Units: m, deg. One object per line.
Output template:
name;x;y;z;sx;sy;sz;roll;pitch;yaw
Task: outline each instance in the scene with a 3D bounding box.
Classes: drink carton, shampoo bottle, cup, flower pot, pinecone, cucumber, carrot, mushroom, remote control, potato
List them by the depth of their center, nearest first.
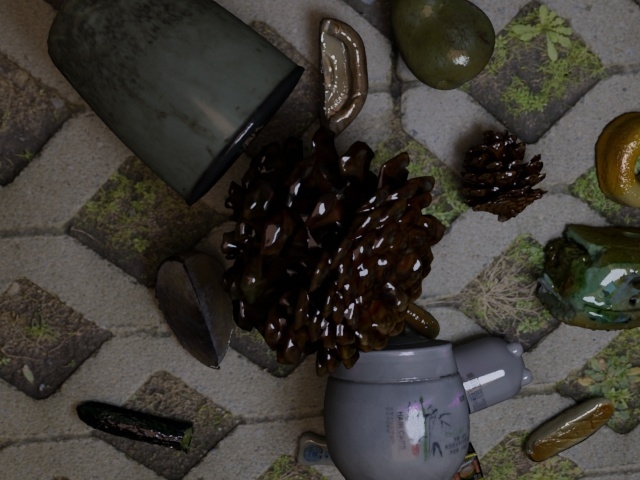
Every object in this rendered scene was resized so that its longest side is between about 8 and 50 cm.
flower pot;-0.240;-0.263;1.046;0.330;0.293;0.294;38;99;-9
pinecone;0.000;0.000;1.077;0.397;0.398;0.398;-1;106;-4
potato;0.199;-0.358;1.122;0.194;0.157;0.157;42;98;-12
mushroom;0.038;-0.291;1.166;0.094;0.072;0.210;-6;109;-1
pinecone;0.332;-0.121;1.201;0.173;0.173;0.174;-1;106;-4
shampoo bottle;0.141;0.314;1.227;0.272;0.273;0.267;-3;88;-4
potato;-0.240;0.109;1.261;0.120;0.100;0.261;10;126;32
carrot;0.146;0.117;1.296;0.254;0.049;0.049;38;99;-15
cup;0.346;0.280;1.317;0.141;0.134;0.174;-20;105;-1
cucumber;-0.377;0.376;1.320;0.245;0.067;0.067;16;104;-11
remote control;0.012;0.450;1.389;0.122;0.032;0.075;6;104;-7
drink carton;0.263;0.503;1.412;0.165;0.056;0.071;-19;103;1

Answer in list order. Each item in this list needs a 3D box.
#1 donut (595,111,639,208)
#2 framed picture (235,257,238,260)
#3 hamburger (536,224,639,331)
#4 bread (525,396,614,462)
donut;0.622;-0.150;1.250;0.174;0.075;0.191;5;105;-6
framed picture;-0.031;0.016;1.274;0.274;0.017;0.217;2;105;-5
hamburger;0.568;0.078;1.259;0.287;0.192;0.168;1;115;-4
bread;0.535;0.406;1.408;0.214;0.053;0.073;-36;101;8
